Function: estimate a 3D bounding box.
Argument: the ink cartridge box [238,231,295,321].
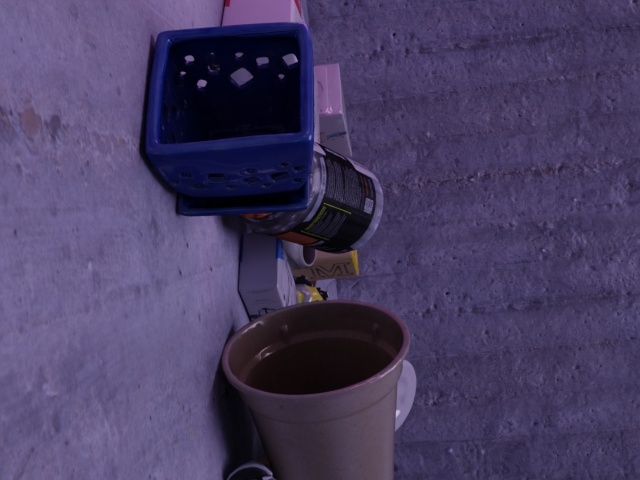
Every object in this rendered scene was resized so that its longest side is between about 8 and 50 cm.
[{"bbox_3d":[-0.110,0.099,1.728,0.203,0.085,0.148,75,11,-52],"label":"ink cartridge box"}]

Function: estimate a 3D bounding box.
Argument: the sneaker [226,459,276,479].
[{"bbox_3d":[-0.098,0.521,1.393,0.118,0.110,0.292,134,-49,-86],"label":"sneaker"}]

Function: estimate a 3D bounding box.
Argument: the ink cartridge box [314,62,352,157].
[{"bbox_3d":[-0.012,-0.350,2.248,0.233,0.168,0.171,72,13,-63],"label":"ink cartridge box"}]

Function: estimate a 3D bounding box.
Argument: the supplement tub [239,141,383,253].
[{"bbox_3d":[-0.036,-0.096,1.627,0.338,0.207,0.207,18,63,-55],"label":"supplement tub"}]

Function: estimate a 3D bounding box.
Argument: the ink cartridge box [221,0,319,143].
[{"bbox_3d":[-0.105,-0.394,1.889,0.385,0.160,0.279,77,9,-49],"label":"ink cartridge box"}]

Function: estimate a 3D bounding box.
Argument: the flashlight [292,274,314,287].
[{"bbox_3d":[-0.031,0.229,2.281,0.304,0.103,0.103,79,10,-47],"label":"flashlight"}]

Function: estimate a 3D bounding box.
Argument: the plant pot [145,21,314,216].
[{"bbox_3d":[-0.122,-0.168,1.223,0.212,0.235,0.236,85,2,-57],"label":"plant pot"}]

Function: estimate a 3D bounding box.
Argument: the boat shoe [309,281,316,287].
[{"bbox_3d":[-0.024,0.034,2.511,0.111,0.104,0.307,75,11,-57],"label":"boat shoe"}]

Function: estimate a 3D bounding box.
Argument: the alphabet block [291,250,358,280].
[{"bbox_3d":[0.000,0.000,2.332,0.193,0.197,0.192,68,17,-70],"label":"alphabet block"}]

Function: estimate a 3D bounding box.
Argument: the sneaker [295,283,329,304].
[{"bbox_3d":[-0.035,0.294,1.958,0.145,0.147,0.385,-62,147,-82],"label":"sneaker"}]

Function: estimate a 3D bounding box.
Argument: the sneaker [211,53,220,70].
[{"bbox_3d":[-0.196,-0.344,1.559,0.098,0.038,0.069,-77,160,-70],"label":"sneaker"}]

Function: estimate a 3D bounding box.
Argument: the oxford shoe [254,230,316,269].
[{"bbox_3d":[-0.096,-0.077,1.843,0.449,0.130,0.169,73,16,-53],"label":"oxford shoe"}]

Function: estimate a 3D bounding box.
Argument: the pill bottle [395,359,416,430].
[{"bbox_3d":[0.033,0.291,1.753,0.176,0.318,0.176,-22,120,-44],"label":"pill bottle"}]

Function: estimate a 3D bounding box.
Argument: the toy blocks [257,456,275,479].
[{"bbox_3d":[-0.097,0.513,1.594,0.123,0.054,0.148,-7,91,-84],"label":"toy blocks"}]

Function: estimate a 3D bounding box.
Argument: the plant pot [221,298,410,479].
[{"bbox_3d":[0.011,0.319,1.473,0.334,0.333,0.306,-81,164,-67],"label":"plant pot"}]
